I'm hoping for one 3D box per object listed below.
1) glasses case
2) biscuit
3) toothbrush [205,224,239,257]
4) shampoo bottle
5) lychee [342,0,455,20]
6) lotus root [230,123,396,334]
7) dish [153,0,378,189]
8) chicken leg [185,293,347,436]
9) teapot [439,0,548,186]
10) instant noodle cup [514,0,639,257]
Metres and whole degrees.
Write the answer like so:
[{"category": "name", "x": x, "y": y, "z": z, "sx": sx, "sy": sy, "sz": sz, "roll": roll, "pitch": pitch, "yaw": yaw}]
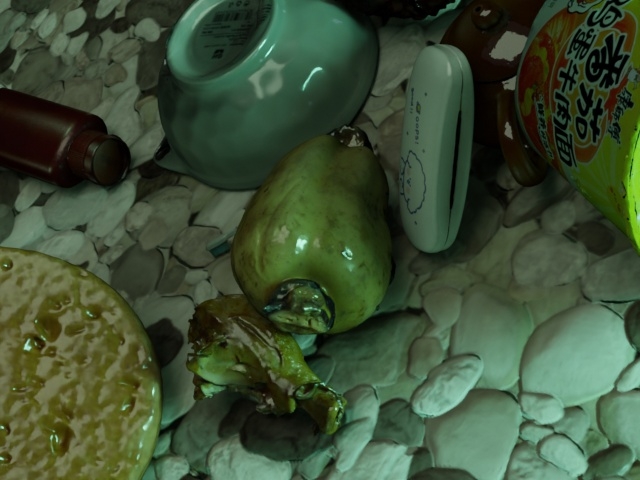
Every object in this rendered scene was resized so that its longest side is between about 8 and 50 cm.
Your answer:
[{"category": "glasses case", "x": 0.108, "y": -0.085, "z": 1.287, "sx": 0.076, "sy": 0.049, "sz": 0.197, "roll": -142, "pitch": 51, "yaw": -57}, {"category": "biscuit", "x": -0.355, "y": 0.220, "z": 1.358, "sx": 0.349, "sy": 0.078, "sz": 0.455, "roll": 40, "pitch": 77, "yaw": 15}, {"category": "toothbrush", "x": -0.034, "y": -0.030, "z": 1.440, "sx": 0.204, "sy": 0.022, "sz": 0.017, "roll": -26, "pitch": 32, "yaw": 18}, {"category": "shampoo bottle", "x": -0.336, "y": -0.122, "z": 1.689, "sx": 0.260, "sy": 0.064, "sz": 0.102, "roll": 19, "pitch": 71, "yaw": 41}, {"category": "lychee", "x": 0.077, "y": -0.328, "z": 1.458, "sx": 0.188, "sy": 0.188, "sz": 0.188, "roll": -18, "pitch": 51, "yaw": 24}, {"category": "lotus root", "x": 0.000, "y": 0.000, "z": 1.310, "sx": 0.140, "sy": 0.154, "sz": 0.257, "roll": 121, "pitch": 172, "yaw": -49}, {"category": "dish", "x": -0.084, "y": -0.201, "z": 1.527, "sx": 0.303, "sy": 0.120, "sz": 0.303, "roll": -17, "pitch": 52, "yaw": 24}, {"category": "chicken leg", "x": -0.059, "y": 0.124, "z": 1.308, "sx": 0.101, "sy": 0.085, "sz": 0.207, "roll": -27, "pitch": 44, "yaw": -31}, {"category": "teapot", "x": 0.181, "y": -0.164, "z": 1.303, "sx": 0.178, "sy": 0.135, "sz": 0.252, "roll": -20, "pitch": 49, "yaw": 28}, {"category": "instant noodle cup", "x": 0.293, "y": -0.112, "z": 1.116, "sx": 0.264, "sy": 0.264, "sz": 0.200, "roll": -46, "pitch": 37, "yaw": -1}]
